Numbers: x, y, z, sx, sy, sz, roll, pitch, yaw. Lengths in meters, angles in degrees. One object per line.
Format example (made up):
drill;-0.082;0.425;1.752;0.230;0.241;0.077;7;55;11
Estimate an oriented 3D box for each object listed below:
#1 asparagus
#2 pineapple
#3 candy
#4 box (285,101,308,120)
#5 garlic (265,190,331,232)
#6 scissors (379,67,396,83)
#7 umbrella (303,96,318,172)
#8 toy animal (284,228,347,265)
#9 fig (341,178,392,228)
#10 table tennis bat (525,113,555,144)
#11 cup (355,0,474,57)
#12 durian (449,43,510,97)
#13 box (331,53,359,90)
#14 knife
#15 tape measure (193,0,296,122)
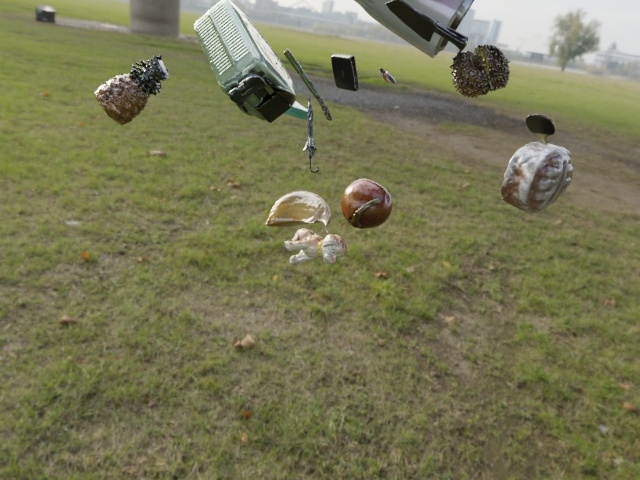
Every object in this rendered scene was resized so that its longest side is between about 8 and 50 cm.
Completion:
asparagus;-0.034;-0.469;1.544;0.025;0.248;0.024;-35;11;2
pineapple;-0.637;-0.530;1.779;0.278;0.158;0.158;-40;38;-8
candy;0.670;-0.197;1.589;0.289;0.214;0.157;-8;28;-44
box;-0.161;-0.538;1.921;0.229;0.041;0.162;43;22;26
garlic;-0.054;-0.098;2.112;0.338;0.151;0.196;8;48;35
scissors;0.220;-0.554;1.715;0.039;0.012;0.113;24;3;28
umbrella;-0.038;-0.337;1.613;0.044;0.269;0.044;-7;-17;3
toy animal;0.010;0.004;1.630;0.185;0.104;0.184;-8;25;30
fig;0.164;-0.125;1.879;0.205;0.205;0.205;8;22;-3
table tennis bat;0.689;-0.341;1.589;0.087;0.013;0.156;17;-17;41
cup;0.300;-0.786;1.650;0.371;0.253;0.253;34;27;7
durian;0.523;-0.545;1.661;0.196;0.196;0.167;29;-13;40
box;0.089;-0.610;1.851;0.027;0.126;0.125;-30;37;-25
knife;0.245;-0.508;1.209;0.230;0.060;0.028;39;60;14
tape measure;-0.130;-0.303;0.949;0.207;0.115;0.235;38;22;-60
